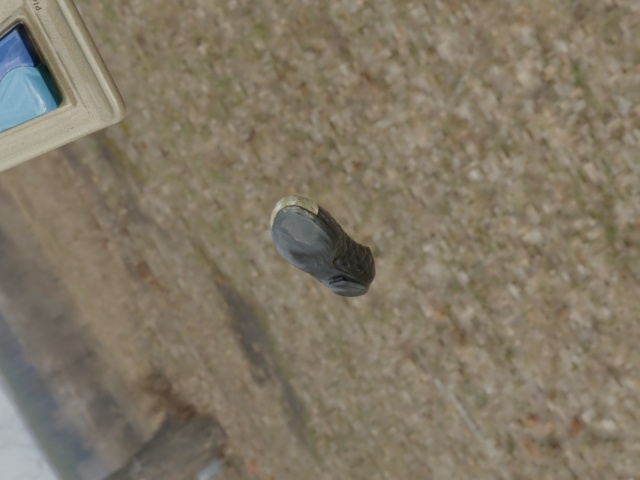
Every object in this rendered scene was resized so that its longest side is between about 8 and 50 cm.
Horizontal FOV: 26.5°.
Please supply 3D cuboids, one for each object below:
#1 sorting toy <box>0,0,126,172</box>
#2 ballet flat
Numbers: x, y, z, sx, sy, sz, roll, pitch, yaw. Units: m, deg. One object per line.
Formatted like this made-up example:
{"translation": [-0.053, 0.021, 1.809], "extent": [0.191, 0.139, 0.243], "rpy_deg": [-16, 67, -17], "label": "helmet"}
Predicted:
{"translation": [-0.296, -0.175, 0.923], "extent": [0.041, 0.229, 0.307], "rpy_deg": [-78, -34, -65], "label": "sorting toy"}
{"translation": [0.000, 0.000, 1.170], "extent": [0.173, 0.057, 0.049], "rpy_deg": [47, -145, -58], "label": "ballet flat"}
